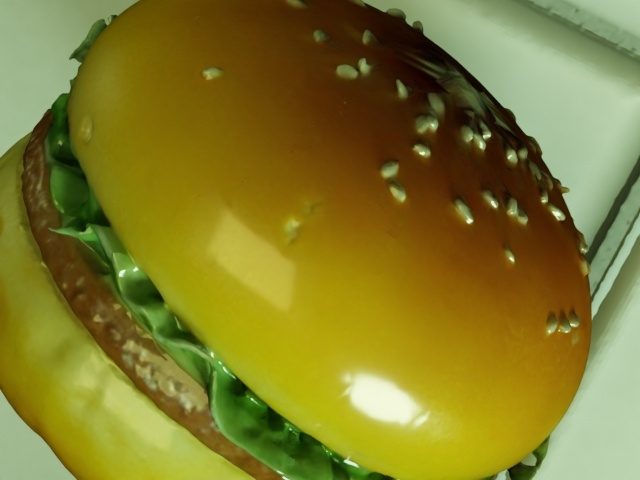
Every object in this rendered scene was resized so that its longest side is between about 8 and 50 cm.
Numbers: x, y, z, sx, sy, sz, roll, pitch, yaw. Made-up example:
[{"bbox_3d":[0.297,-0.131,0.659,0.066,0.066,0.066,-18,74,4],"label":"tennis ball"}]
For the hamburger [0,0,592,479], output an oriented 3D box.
[{"bbox_3d":[-0.001,-0.001,0.571,0.246,0.246,0.170,47,116,9],"label":"hamburger"}]
